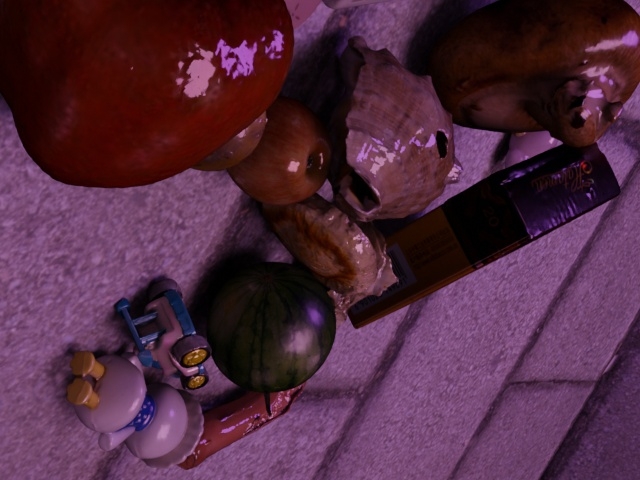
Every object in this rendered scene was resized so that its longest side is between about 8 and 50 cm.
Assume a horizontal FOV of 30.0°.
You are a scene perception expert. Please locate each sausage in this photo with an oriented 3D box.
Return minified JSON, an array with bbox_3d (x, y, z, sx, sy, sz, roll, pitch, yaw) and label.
[{"bbox_3d":[-0.123,0.275,1.905,0.304,0.078,0.078,-27,140,-40],"label":"sausage"}]

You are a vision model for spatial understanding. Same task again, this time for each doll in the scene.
[{"bbox_3d":[0.408,-0.130,2.246,0.160,0.094,0.365,-46,149,-20],"label":"doll"},{"bbox_3d":[-0.254,0.232,1.645,0.293,0.119,0.138,44,49,-55],"label":"doll"}]

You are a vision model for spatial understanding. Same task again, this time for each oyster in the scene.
[{"bbox_3d":[0.013,0.058,1.835,0.107,0.161,0.233,9,123,-36],"label":"oyster"}]

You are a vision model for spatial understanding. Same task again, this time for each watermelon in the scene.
[{"bbox_3d":[-0.071,0.133,1.726,0.188,0.188,0.215,-34,142,-32],"label":"watermelon"}]

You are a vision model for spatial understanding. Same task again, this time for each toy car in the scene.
[{"bbox_3d":[-0.215,0.142,1.619,0.098,0.126,0.161,-17,147,-18],"label":"toy car"}]

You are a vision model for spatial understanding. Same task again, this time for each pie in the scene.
[{"bbox_3d":[0.000,0.000,1.697,0.084,0.179,0.205,-43,163,-11],"label":"pie"}]

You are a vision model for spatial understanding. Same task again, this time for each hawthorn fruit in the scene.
[{"bbox_3d":[-0.180,-0.190,1.152,0.295,0.295,0.311,-3,119,-54],"label":"hawthorn fruit"}]

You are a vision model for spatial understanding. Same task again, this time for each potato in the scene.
[{"bbox_3d":[-0.132,-0.156,1.414,0.137,0.137,0.176,-42,146,-22],"label":"potato"}]

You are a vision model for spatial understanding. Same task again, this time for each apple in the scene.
[{"bbox_3d":[-0.053,-0.115,1.560,0.146,0.131,0.146,-32,137,-36],"label":"apple"}]

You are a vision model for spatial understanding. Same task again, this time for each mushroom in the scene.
[{"bbox_3d":[0.323,-0.233,1.788,0.345,0.345,0.259,28,54,-60],"label":"mushroom"}]

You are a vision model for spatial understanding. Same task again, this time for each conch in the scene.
[{"bbox_3d":[0.092,-0.142,1.619,0.186,0.324,0.263,-14,113,-1],"label":"conch"}]

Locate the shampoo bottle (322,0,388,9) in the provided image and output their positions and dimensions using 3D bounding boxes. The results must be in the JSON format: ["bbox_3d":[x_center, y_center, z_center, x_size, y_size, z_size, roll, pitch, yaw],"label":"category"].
[{"bbox_3d":[0.095,-0.364,1.592,0.221,0.051,0.108,-20,150,-44],"label":"shampoo bottle"}]

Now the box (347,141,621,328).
[{"bbox_3d":[0.237,-0.011,1.883,0.264,0.116,0.415,-21,172,-42],"label":"box"}]

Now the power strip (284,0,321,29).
[{"bbox_3d":[-0.058,-0.323,1.396,0.154,0.078,0.154,-33,141,-33],"label":"power strip"}]
